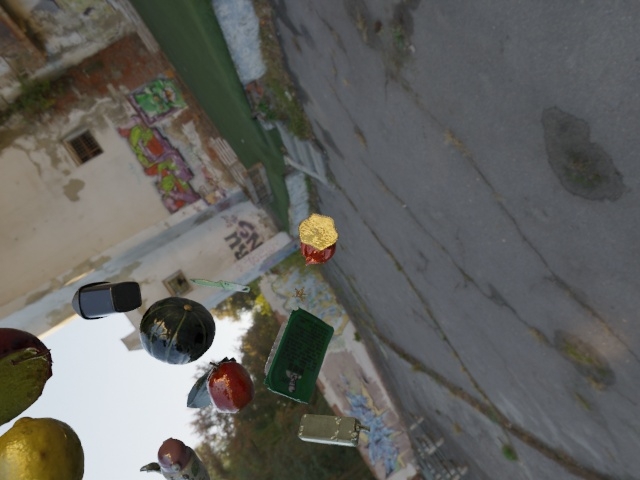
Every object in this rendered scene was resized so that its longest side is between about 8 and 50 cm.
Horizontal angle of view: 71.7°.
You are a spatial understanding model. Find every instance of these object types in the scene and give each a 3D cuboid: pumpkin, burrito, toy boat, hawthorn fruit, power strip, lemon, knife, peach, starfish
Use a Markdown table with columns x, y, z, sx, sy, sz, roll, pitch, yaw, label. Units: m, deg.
| x | y | z | sx | sy | sz | roll | pitch | yaw | label |
| --- | --- | --- | --- | --- | --- | --- | --- | --- | --- |
| -0.607 | 0.381 | 1.895 | 0.323 | 0.241 | 0.323 | 18 | -169 | -3 | pumpkin |
| -0.706 | 1.023 | 1.977 | 0.058 | 0.063 | 0.229 | 29 | 171 | 37 | burrito |
| -0.528 | 0.710 | 2.170 | 0.141 | 0.319 | 0.092 | 51 | 174 | 5 | toy boat |
| -0.398 | 0.614 | 1.906 | 0.253 | 0.205 | 0.205 | 65 | 172 | -14 | hawthorn fruit |
| 0.053 | 0.691 | 1.613 | 0.053 | 0.288 | 0.093 | 51 | -137 | -40 | power strip |
| -0.819 | 0.654 | 1.277 | 0.260 | 0.260 | 0.284 | 64 | -176 | -57 | lemon |
| -0.307 | 0.133 | 1.348 | 0.014 | 0.207 | 0.030 | -57 | -28 | -60 | knife |
| -1.196 | 0.478 | 1.570 | 0.310 | 0.335 | 0.406 | 19 | -161 | 13 | peach |
| -0.103 | 0.267 | 2.150 | 0.092 | 0.086 | 0.016 | 62 | -163 | 20 | starfish |

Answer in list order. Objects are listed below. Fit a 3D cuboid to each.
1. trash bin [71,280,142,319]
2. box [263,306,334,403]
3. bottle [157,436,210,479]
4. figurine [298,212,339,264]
| x | y | z | sx | sy | sz | roll | pitch | yaw | label |
| --- | --- | --- | --- | --- | --- | --- | --- | --- | --- |
| -1.038 | 0.286 | 2.155 | 0.209 | 0.290 | 0.182 | -5 | -94 | -65 | trash bin |
| -0.106 | 0.458 | 1.801 | 0.106 | 0.337 | 0.264 | 0 | 151 | 47 | box |
| -0.458 | 0.751 | 1.463 | 0.120 | 0.120 | 0.253 | 48 | 157 | 49 | bottle |
| -0.008 | -0.005 | 1.914 | 0.257 | 0.181 | 0.208 | 57 | -166 | -79 | figurine |
